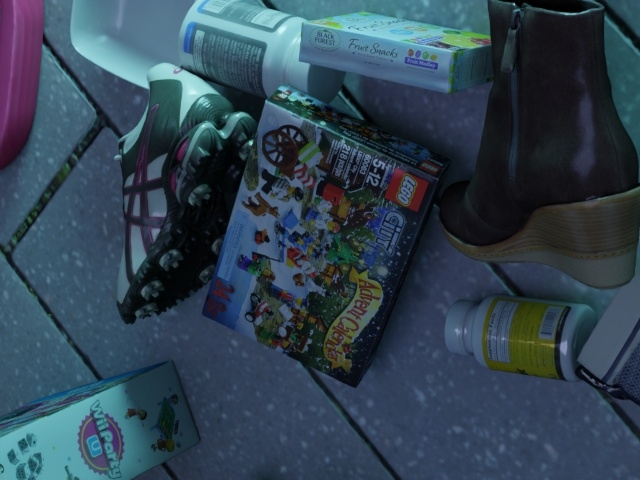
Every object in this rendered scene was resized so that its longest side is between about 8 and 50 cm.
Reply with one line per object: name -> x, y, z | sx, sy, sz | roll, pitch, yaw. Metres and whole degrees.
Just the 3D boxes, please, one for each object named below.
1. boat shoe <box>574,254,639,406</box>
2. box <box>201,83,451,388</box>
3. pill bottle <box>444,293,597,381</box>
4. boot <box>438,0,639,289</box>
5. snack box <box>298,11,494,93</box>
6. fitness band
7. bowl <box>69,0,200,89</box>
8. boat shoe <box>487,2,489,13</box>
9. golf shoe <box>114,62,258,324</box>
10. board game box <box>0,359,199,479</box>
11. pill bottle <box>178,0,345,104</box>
boat shoe -> 0.323, 0.008, 0.976 | 0.158, 0.127, 0.341 | 33, 131, 16
box -> 0.000, 0.000, 1.185 | 0.159, 0.044, 0.233 | 25, 124, 9
pill bottle -> 0.165, 0.078, 1.128 | 0.116, 0.065, 0.065 | 7, 105, 32
boot -> 0.154, -0.084, 1.026 | 0.248, 0.090, 0.207 | 23, 127, 63
snack box -> 0.068, -0.155, 1.112 | 0.141, 0.100, 0.037 | 16, 110, 29
fitness band -> -0.383, -0.205, 1.420 | 0.209, 0.054, 0.291 | 21, 113, 27
bowl -> -0.161, -0.222, 1.272 | 0.142, 0.053, 0.142 | 27, 116, 25
boat shoe -> 0.171, -0.206, 1.050 | 0.065, 0.075, 0.206 | -6, 94, 37
golf shoe -> -0.140, -0.038, 1.272 | 0.120, 0.105, 0.273 | 48, 132, 25
board game box -> -0.299, 0.224, 1.318 | 0.224, 0.303, 0.098 | -19, 91, 34
pill bottle -> -0.050, -0.165, 1.199 | 0.137, 0.078, 0.078 | 21, 112, 28
